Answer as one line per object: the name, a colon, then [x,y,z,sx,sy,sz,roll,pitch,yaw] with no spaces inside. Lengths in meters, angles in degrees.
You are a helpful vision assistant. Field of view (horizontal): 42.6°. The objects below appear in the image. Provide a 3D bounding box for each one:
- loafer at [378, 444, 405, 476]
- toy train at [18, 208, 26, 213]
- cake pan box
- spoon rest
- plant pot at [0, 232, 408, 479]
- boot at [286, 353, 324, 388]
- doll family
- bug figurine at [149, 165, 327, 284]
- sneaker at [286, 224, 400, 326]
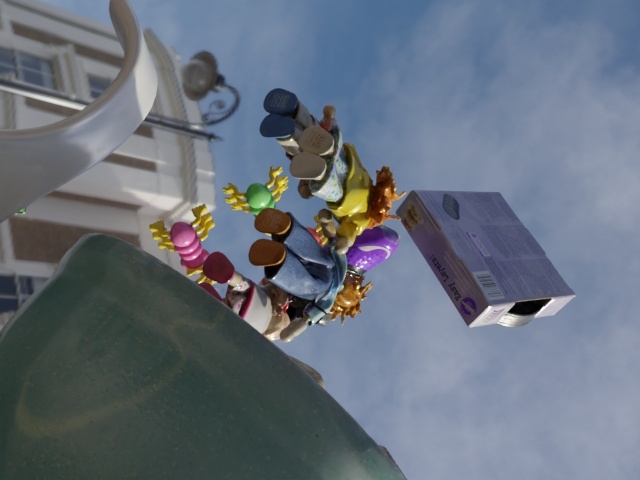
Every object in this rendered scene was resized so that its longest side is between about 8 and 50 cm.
loafer: [0.065,0.404,1.367,0.102,0.092,0.268,57,-18,19]
toy train: [-0.337,-0.069,0.946,0.017,0.024,0.083,12,-101,6]
cake pan box: [0.290,0.026,1.429,0.070,0.245,0.267,-55,-126,38]
spoon rest: [-0.216,-0.051,0.490,0.276,0.137,0.084,-33,-121,-14]
plant pot: [-0.101,0.169,0.458,0.293,0.293,0.196,18,-125,44]
boot: [-0.144,0.173,0.874,0.261,0.203,0.095,-4,-84,21]
doll family: [0.000,0.000,0.754,0.118,0.163,0.263,14,-103,30]
bug figurine: [-0.115,0.019,1.180,0.279,0.216,0.072,-25,-137,1]
sneaker: [0.019,0.072,1.389,0.293,0.102,0.146,-25,-131,41]
